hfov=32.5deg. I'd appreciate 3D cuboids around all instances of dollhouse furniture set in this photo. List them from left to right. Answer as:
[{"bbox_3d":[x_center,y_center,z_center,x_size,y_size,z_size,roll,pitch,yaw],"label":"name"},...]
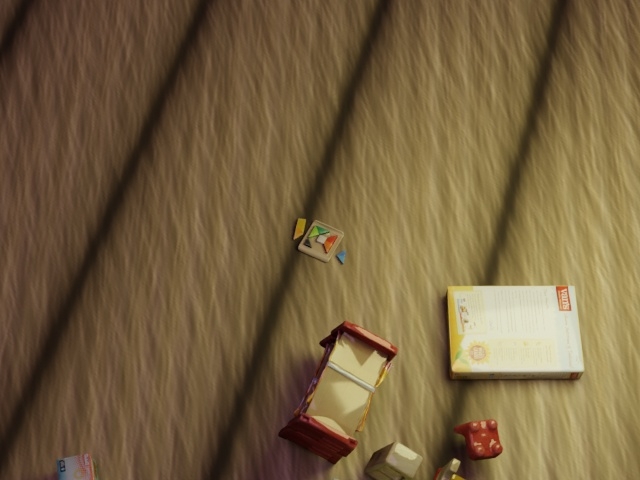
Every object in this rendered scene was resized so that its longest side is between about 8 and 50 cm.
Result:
[{"bbox_3d":[0.140,0.325,1.900,0.374,0.152,0.201,30,65,-3],"label":"dollhouse furniture set"}]

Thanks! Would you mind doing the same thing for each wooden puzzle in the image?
[{"bbox_3d":[0.000,0.000,2.127,0.116,0.014,0.079,18,64,10],"label":"wooden puzzle"}]

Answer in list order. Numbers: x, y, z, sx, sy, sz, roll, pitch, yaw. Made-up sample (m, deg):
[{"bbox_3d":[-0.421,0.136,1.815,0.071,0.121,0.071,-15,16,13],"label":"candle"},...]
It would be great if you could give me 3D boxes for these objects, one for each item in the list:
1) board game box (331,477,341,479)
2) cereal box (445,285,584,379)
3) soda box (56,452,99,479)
[{"bbox_3d":[0.063,0.494,1.713,0.144,0.275,0.142,18,63,11],"label":"board game box"},{"bbox_3d":[0.353,0.168,2.012,0.240,0.047,0.173,1,62,1],"label":"cereal box"},{"bbox_3d":[-0.403,0.459,1.864,0.062,0.058,0.183,-11,61,-5],"label":"soda box"}]
